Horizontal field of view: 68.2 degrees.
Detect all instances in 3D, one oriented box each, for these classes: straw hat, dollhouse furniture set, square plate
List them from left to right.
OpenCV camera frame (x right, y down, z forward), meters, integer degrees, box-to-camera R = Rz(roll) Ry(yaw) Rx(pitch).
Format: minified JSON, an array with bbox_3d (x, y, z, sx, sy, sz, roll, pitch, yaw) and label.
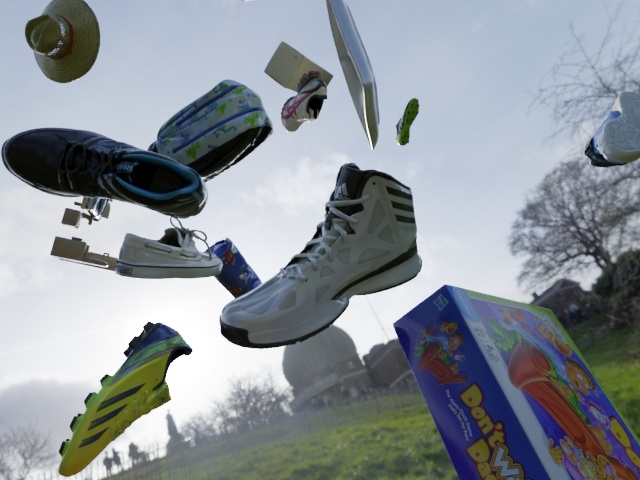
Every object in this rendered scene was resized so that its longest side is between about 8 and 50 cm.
[{"bbox_3d":[-0.427,-0.324,0.748,0.144,0.144,0.061,-37,-6,19],"label":"straw hat"},{"bbox_3d":[-0.557,-0.070,1.281,0.198,0.303,0.286,14,-12,-18],"label":"dollhouse furniture set"},{"bbox_3d":[0.094,-0.468,1.284,0.049,0.344,0.347,-18,-17,4],"label":"square plate"}]

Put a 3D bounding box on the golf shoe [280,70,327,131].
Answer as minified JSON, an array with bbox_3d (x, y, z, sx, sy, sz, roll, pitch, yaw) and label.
[{"bbox_3d":[-0.042,-0.319,1.152,0.067,0.086,0.186,-10,-23,-31],"label":"golf shoe"}]

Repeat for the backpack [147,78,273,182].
[{"bbox_3d":[-0.322,-0.328,1.470,0.355,0.273,0.290,-13,0,23],"label":"backpack"}]

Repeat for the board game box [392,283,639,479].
[{"bbox_3d":[0.230,0.217,0.438,0.233,0.347,0.078,14,-48,-40],"label":"board game box"}]

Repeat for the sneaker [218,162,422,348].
[{"bbox_3d":[0.000,0.000,0.862,0.447,0.169,0.258,-23,-63,-31],"label":"sneaker"}]

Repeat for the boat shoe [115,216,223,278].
[{"bbox_3d":[-0.385,0.016,1.271,0.135,0.156,0.367,10,2,27],"label":"boat shoe"}]

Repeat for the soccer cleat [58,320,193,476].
[{"bbox_3d":[-0.324,0.271,0.814,0.121,0.289,0.093,35,-42,-8],"label":"soccer cleat"}]

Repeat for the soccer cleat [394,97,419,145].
[{"bbox_3d":[0.313,-0.441,1.747,0.060,0.072,0.179,0,-62,-28],"label":"soccer cleat"}]

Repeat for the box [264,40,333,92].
[{"bbox_3d":[-0.062,-0.530,1.506,0.113,0.094,0.275,-54,-12,16],"label":"box"}]

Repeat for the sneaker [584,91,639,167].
[{"bbox_3d":[0.365,-0.115,0.583,0.152,0.058,0.085,-53,-24,-40],"label":"sneaker"}]

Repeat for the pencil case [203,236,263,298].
[{"bbox_3d":[-0.273,0.122,1.592,0.119,0.133,0.306,-13,-50,28],"label":"pencil case"}]

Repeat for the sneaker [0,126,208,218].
[{"bbox_3d":[-0.359,-0.129,0.803,0.340,0.125,0.139,11,-8,-14],"label":"sneaker"}]
